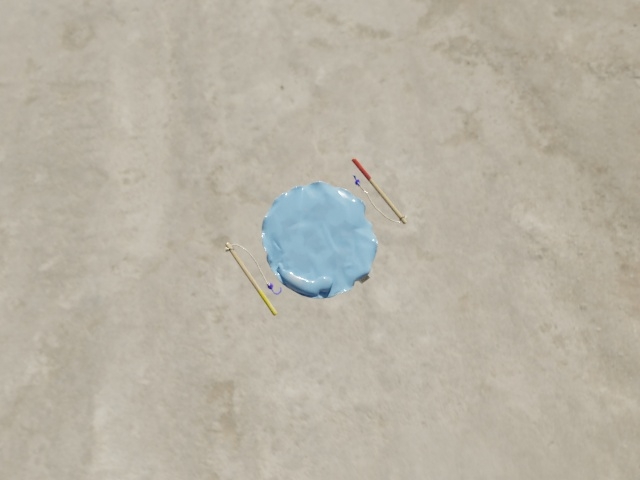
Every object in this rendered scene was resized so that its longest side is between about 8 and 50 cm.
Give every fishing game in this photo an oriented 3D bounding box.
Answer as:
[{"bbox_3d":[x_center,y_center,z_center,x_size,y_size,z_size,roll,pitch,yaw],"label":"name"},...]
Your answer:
[{"bbox_3d":[0.000,0.000,1.074,0.264,0.041,0.189,-38,83,-12],"label":"fishing game"}]
